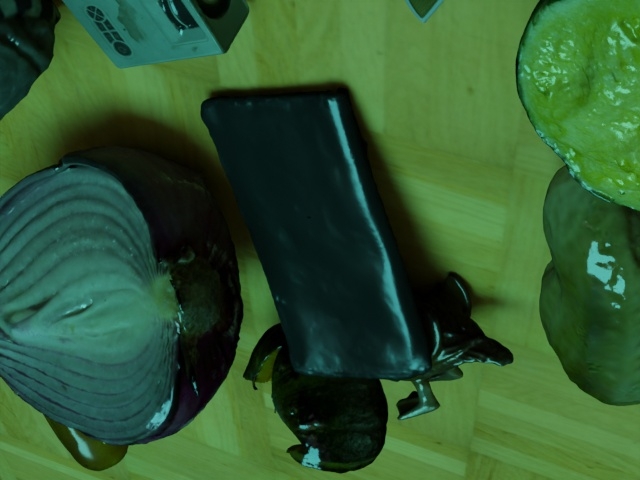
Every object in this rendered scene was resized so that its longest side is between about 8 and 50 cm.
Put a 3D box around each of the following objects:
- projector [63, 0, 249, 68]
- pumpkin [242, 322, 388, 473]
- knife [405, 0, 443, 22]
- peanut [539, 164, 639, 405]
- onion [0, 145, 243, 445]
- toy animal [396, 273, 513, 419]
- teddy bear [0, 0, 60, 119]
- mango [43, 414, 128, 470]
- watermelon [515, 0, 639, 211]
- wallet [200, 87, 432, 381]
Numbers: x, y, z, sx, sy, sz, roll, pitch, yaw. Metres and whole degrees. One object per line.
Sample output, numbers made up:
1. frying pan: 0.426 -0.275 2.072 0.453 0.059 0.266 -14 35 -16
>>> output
1. projector: -0.134 -0.199 0.919 0.115 0.061 0.147 0 140 38
2. pumpkin: -0.002 0.134 1.252 0.119 0.108 0.183 1 -153 -31
3. knife: 0.090 -0.213 0.775 0.046 0.022 0.256 22 149 -1
4. peanut: 0.217 0.031 0.967 0.110 0.120 0.236 -20 131 4
5. onion: -0.212 0.050 1.206 0.348 0.159 0.267 -5 93 36
6. toy animal: 0.082 0.072 1.154 0.188 0.089 0.179 -2 127 44
7. teddy bear: -0.302 -0.196 0.978 0.171 0.144 0.251 -4 147 35
8. mango: -0.311 0.226 1.669 0.105 0.084 0.159 4 125 58
9. watermelon: 0.225 -0.110 0.726 0.204 0.127 0.232 30 150 -6
10. wallet: 0.000 0.001 1.084 0.146 0.030 0.285 -1 123 31
